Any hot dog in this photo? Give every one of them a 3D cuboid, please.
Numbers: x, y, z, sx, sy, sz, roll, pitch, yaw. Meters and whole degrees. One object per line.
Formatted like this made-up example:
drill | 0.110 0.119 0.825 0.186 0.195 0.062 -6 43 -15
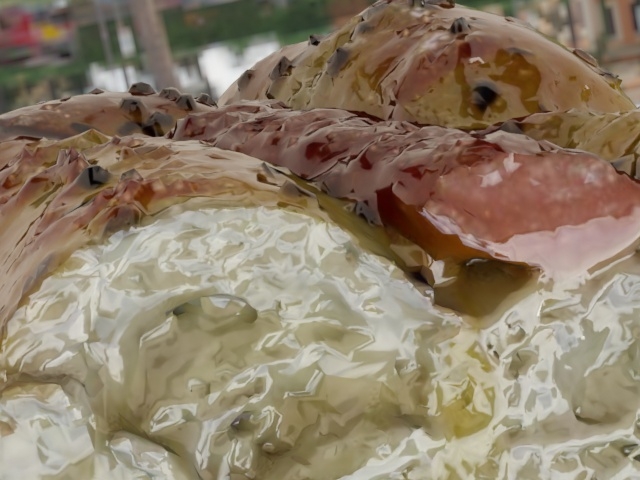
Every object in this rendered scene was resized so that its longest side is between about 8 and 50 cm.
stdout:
hot dog | 0.000 0.000 0.824 0.367 0.196 0.365 -12 -166 -17
